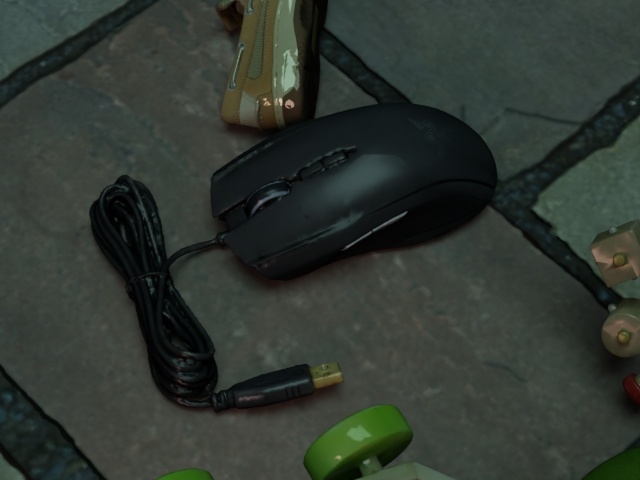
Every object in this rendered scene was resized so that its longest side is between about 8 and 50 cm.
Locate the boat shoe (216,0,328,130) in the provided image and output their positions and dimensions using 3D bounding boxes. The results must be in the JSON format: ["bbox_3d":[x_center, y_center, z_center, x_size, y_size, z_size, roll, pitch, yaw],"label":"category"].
[{"bbox_3d":[-0.036,-0.160,1.026,0.072,0.068,0.190,0,57,11],"label":"boat shoe"}]

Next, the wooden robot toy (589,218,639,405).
[{"bbox_3d":[0.218,0.062,0.903,0.173,0.076,0.079,49,25,-1],"label":"wooden robot toy"}]

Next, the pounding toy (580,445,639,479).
[{"bbox_3d":[0.222,0.192,0.776,0.183,0.110,0.237,-39,67,-16],"label":"pounding toy"}]

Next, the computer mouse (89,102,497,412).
[{"bbox_3d":[0.000,0.000,0.926,0.262,0.060,0.184,-14,59,-10],"label":"computer mouse"}]

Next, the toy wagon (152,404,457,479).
[{"bbox_3d":[0.001,0.219,0.657,0.344,0.068,0.267,-13,59,-37],"label":"toy wagon"}]
